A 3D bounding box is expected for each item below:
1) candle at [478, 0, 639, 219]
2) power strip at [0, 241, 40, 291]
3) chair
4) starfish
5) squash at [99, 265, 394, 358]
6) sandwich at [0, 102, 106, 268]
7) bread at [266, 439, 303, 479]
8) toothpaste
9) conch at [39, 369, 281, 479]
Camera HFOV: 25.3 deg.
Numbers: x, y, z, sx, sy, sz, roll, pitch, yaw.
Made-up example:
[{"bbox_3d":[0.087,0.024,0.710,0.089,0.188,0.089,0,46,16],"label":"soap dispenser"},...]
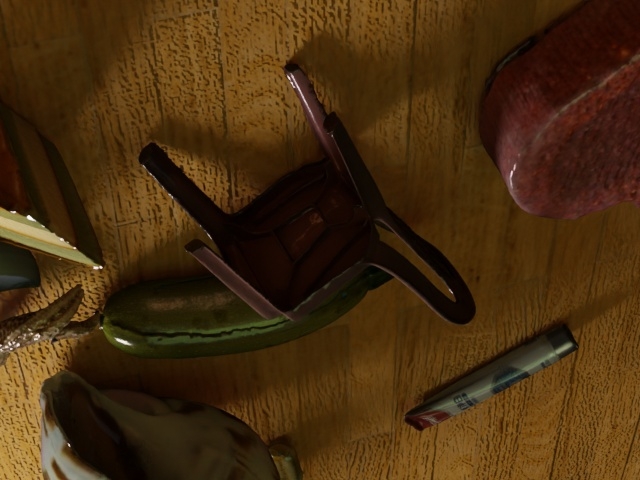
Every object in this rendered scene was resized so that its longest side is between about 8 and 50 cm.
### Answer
[{"bbox_3d":[0.339,-0.142,1.444,0.317,0.131,0.287,-1,133,-25],"label":"candle"},{"bbox_3d":[-0.383,0.053,1.363,0.216,0.044,0.137,-22,164,6],"label":"power strip"},{"bbox_3d":[0.000,0.000,1.416,0.183,0.175,0.326,-36,133,3],"label":"chair"},{"bbox_3d":[-0.340,0.103,1.428,0.236,0.062,0.277,-26,168,34],"label":"starfish"},{"bbox_3d":[-0.066,0.072,1.530,0.341,0.094,0.094,-10,139,-14],"label":"squash"},{"bbox_3d":[-0.294,-0.021,1.254,0.144,0.187,0.117,-38,138,10],"label":"sandwich"},{"bbox_3d":[-0.050,0.284,1.819,0.049,0.033,0.088,-10,137,8],"label":"bread"},{"bbox_3d":[0.216,0.178,1.817,0.239,0.039,0.062,-30,147,14],"label":"toothpaste"},{"bbox_3d":[-0.162,0.289,1.597,0.368,0.249,0.197,24,106,0],"label":"conch"}]
